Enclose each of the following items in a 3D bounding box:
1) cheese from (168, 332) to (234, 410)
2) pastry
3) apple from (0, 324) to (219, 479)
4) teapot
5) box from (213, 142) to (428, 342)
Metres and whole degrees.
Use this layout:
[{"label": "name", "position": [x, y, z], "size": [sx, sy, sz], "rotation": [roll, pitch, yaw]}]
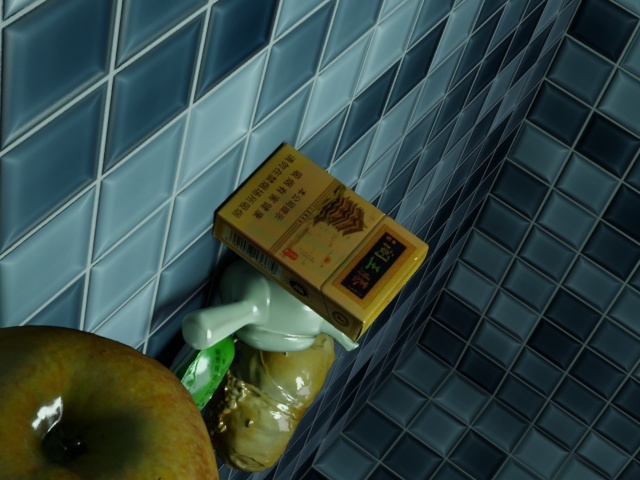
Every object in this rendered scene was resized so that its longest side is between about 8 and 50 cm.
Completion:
[{"label": "cheese", "position": [-0.198, 0.208, 2.108], "size": [0.204, 0.083, 0.320], "rotation": [-59, 177, 9]}, {"label": "pastry", "position": [-0.113, 0.266, 2.314], "size": [0.316, 0.184, 0.284], "rotation": [-59, -175, 5]}, {"label": "apple", "position": [-0.296, 0.277, 1.305], "size": [0.400, 0.400, 0.334], "rotation": [-47, 161, -31]}, {"label": "teapot", "position": [-0.104, 0.102, 2.000], "size": [0.318, 0.220, 0.149], "rotation": [7, 91, -32]}, {"label": "box", "position": [0.000, 0.000, 1.880], "size": [0.174, 0.274, 0.076], "rotation": [-48, 168, -28]}]
